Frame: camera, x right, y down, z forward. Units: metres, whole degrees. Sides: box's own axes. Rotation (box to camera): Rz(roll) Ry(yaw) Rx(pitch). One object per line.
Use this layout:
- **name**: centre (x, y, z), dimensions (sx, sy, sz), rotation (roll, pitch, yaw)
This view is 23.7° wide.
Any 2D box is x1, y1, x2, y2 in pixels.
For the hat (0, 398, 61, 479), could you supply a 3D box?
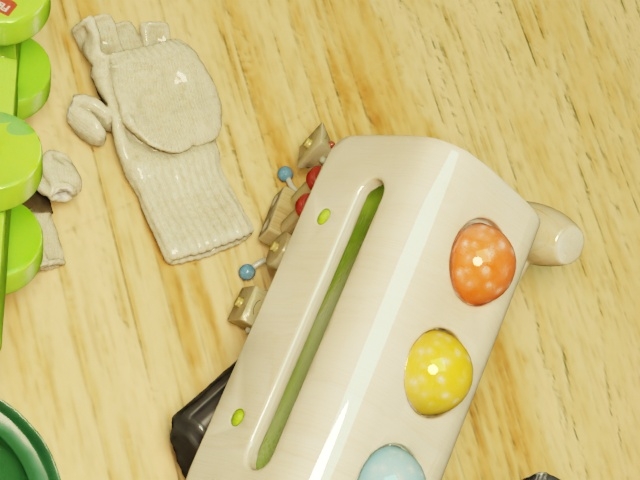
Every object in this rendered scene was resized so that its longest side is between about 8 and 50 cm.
- **hat**: centre (-0.233, 0.128, 0.879), dimensions (0.209, 0.183, 0.173), rotation (10, 62, -18)

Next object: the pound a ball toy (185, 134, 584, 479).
- **pound a ball toy**: centre (0.075, 0.077, 1.019), dimensions (0.208, 0.136, 0.319), rotation (38, 69, -39)

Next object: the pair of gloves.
- **pair of gloves**: centre (-0.176, -0.074, 1.089), dimensions (0.240, 0.042, 0.204), rotation (-8, 68, -27)

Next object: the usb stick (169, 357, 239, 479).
- **usb stick**: centre (0.002, 0.073, 1.075), dimensions (0.278, 0.045, 0.077), rotation (-41, 125, -32)

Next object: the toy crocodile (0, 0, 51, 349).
- **toy crocodile**: centre (-0.229, -0.076, 0.984), dimensions (0.105, 0.115, 0.340), rotation (1, 59, -9)

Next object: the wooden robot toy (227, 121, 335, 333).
- **wooden robot toy**: centre (0.000, 0.000, 1.112), dimensions (0.079, 0.076, 0.173), rotation (31, 57, -18)

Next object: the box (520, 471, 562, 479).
- **box**: centre (0.210, 0.378, 0.922), dimensions (0.396, 0.212, 0.293), rotation (30, 57, -5)
